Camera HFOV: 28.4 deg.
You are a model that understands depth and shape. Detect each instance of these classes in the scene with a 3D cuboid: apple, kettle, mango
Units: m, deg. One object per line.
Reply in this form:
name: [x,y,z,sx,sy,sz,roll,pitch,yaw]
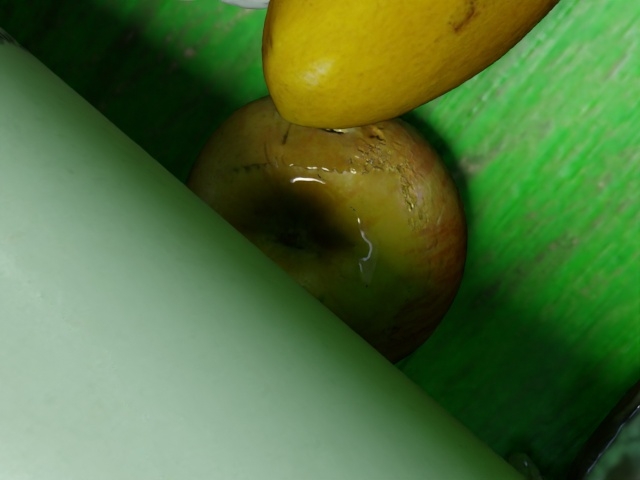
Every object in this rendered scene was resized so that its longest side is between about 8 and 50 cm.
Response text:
apple: [0.000,0.000,0.615,0.147,0.146,0.146,4,113,10]
kettle: [-0.082,0.097,0.496,0.377,0.361,0.250,43,97,14]
mango: [0.056,-0.131,0.537,0.102,0.141,0.217,44,101,8]

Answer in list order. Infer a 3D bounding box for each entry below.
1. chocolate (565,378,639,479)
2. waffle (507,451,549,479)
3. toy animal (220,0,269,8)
chocolate: [0.243,0.158,0.658,0.254,0.080,0.157,38,99,-6]
waffle: [0.132,0.211,0.726,0.183,0.036,0.169,37,112,-7]
toy animal: [-0.058,-0.150,0.518,0.104,0.221,0.130,-36,100,18]
